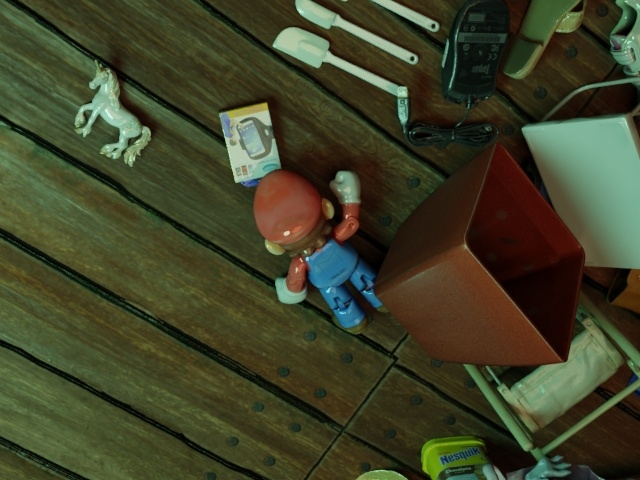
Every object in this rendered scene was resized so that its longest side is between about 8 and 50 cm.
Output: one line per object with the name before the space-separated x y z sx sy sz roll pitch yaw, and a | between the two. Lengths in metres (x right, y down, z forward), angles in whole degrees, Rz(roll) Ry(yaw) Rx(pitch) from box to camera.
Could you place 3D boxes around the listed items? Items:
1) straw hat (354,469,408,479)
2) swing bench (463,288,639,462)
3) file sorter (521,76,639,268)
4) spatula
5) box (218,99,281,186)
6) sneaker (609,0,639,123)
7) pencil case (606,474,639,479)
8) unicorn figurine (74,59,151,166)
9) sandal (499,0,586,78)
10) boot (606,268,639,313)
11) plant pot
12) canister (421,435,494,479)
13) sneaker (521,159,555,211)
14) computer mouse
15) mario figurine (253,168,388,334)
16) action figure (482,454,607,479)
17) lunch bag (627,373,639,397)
straw hat | 0.123 0.513 1.632 0.144 0.144 0.061 -36 152 3
swing bench | 0.402 0.210 1.509 0.253 0.254 0.165 -38 148 5
file sorter | 0.501 -0.115 1.406 0.173 0.193 0.277 -41 114 -30
spatula | 0.066 -0.340 1.373 0.242 0.019 0.168 22 102 -15
box | -0.113 -0.155 1.400 0.081 0.028 0.136 -14 108 -5
sneaker | 0.536 -0.313 1.421 0.111 0.103 0.252 -5 102 -3
pencil case | 0.585 0.559 1.676 0.386 0.167 0.160 -3 141 -8
unicorn figurine | -0.334 -0.200 1.339 0.111 0.060 0.162 -45 125 6
sandal | 0.390 -0.368 1.400 0.079 0.088 0.240 14 115 -46
boot | 0.663 0.038 1.514 0.211 0.104 0.295 18 126 -10
plant pot | 0.247 0.051 1.390 0.236 0.267 0.267 -26 115 40
canister | 0.269 0.439 1.576 0.126 0.170 0.073 -2 108 -9
sneaker | 0.386 -0.071 1.488 0.085 0.058 0.152 -9 105 -12
computer mouse | 0.209 -0.276 1.398 0.184 0.060 0.262 -7 120 -11
mario figurine | 0.000 0.000 1.441 0.320 0.170 0.198 53 57 -30
action figure | 0.425 0.566 1.452 0.276 0.248 0.370 -4 124 1
lunch bag | 0.741 0.293 1.539 0.221 0.293 0.138 9 106 -12
